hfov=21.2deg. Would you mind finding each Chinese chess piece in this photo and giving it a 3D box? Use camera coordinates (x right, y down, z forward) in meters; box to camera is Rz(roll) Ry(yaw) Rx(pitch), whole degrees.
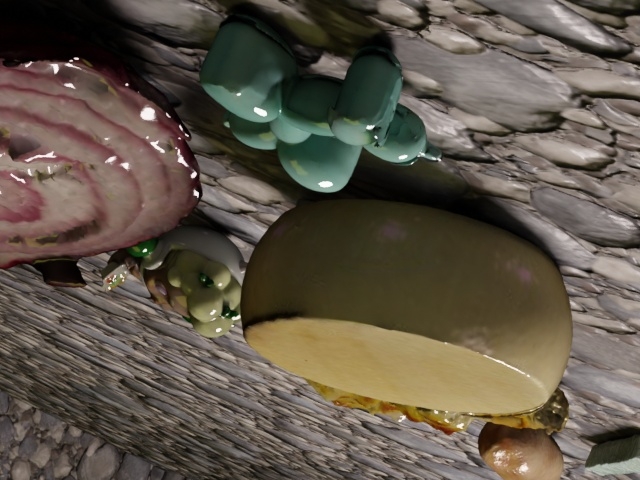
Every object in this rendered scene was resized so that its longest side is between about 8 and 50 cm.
[{"bbox_3d":[0.065,0.054,1.283,0.251,0.097,0.251,11,162,4],"label":"Chinese chess piece"}]

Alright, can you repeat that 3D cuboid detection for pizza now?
[{"bbox_3d":[0.078,0.135,1.685,0.323,0.089,0.223,7,163,45],"label":"pizza"}]

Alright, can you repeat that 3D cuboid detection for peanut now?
[{"bbox_3d":[0.217,0.229,1.849,0.076,0.076,0.152,14,169,30],"label":"peanut"}]

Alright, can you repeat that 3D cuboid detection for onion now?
[{"bbox_3d":[-0.214,-0.092,1.190,0.280,0.146,0.314,-14,149,26],"label":"onion"}]

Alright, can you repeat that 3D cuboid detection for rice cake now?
[{"bbox_3d":[0.309,0.221,1.755,0.029,0.033,0.171,26,167,-3],"label":"rice cake"}]

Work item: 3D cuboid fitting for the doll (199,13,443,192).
[{"bbox_3d":[-0.006,-0.077,1.047,0.159,0.059,0.158,13,163,29],"label":"doll"}]

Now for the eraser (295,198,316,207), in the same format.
[{"bbox_3d":[0.000,0.000,1.376,0.019,0.038,0.083,8,162,30],"label":"eraser"}]

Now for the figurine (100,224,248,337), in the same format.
[{"bbox_3d":[-0.144,0.026,1.581,0.197,0.093,0.147,14,154,34],"label":"figurine"}]
